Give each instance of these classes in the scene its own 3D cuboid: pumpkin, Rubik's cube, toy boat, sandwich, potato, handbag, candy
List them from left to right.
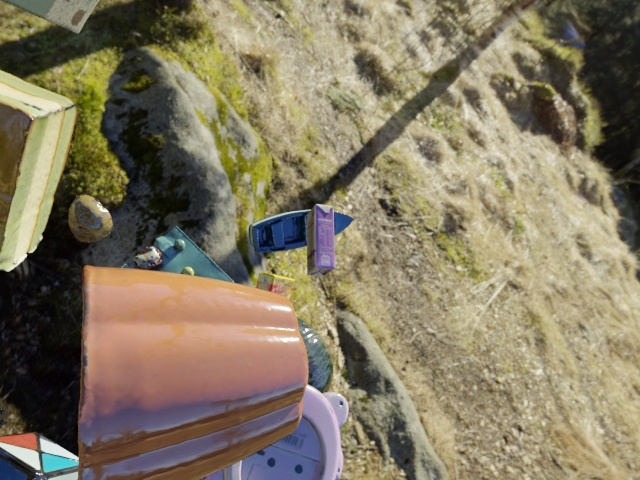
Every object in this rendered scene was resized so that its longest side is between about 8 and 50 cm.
[{"bbox_3d":[-0.456,-0.103,0.570,0.198,0.228,0.155,21,18,-14],"label":"sandwich"},{"bbox_3d":[-0.901,0.747,1.338,0.248,0.250,0.247,23,75,13],"label":"Rubik's cube"},{"bbox_3d":[-0.657,-0.034,1.277,0.100,0.172,0.089,21,39,10],"label":"potato"},{"bbox_3d":[-0.413,0.134,1.258,0.274,0.100,0.269,46,65,-2],"label":"handbag"},{"bbox_3d":[-0.206,0.277,1.847,0.146,0.087,0.277,22,81,-53],"label":"candy"},{"bbox_3d":[-0.066,0.260,0.961,0.152,0.212,0.212,-19,73,-35],"label":"pumpkin"},{"bbox_3d":[-0.047,-0.036,1.190,0.298,0.061,0.096,-12,107,-27],"label":"toy boat"}]

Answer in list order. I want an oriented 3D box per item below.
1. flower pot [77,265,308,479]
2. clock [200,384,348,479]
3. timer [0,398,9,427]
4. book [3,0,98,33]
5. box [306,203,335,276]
[{"bbox_3d":[-0.111,0.115,0.385,0.173,0.191,0.191,3,58,-26],"label":"flower pot"},{"bbox_3d":[-0.068,0.359,0.757,0.227,0.090,0.248,24,66,-12],"label":"clock"},{"bbox_3d":[-0.901,0.461,1.164,0.055,0.188,0.144,10,37,7],"label":"timer"},{"bbox_3d":[-0.587,-0.632,1.051,0.031,0.264,0.379,38,9,-13],"label":"book"},{"bbox_3d":[0.000,0.000,0.774,0.036,0.050,0.117,8,68,-20],"label":"box"}]
